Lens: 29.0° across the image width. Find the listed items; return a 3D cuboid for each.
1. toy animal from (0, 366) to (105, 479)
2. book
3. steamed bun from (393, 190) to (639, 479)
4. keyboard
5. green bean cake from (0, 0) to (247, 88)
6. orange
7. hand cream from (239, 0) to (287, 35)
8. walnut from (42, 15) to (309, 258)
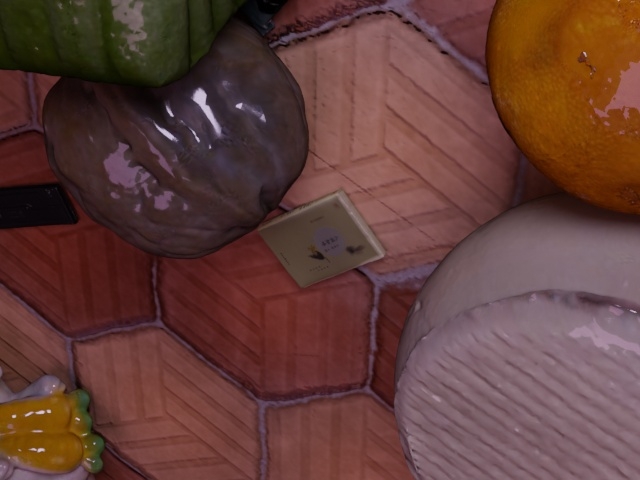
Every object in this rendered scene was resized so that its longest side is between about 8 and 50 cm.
[{"bbox_3d":[-0.390,0.272,1.503,0.310,0.183,0.247,46,138,-16],"label":"toy animal"},{"bbox_3d":[0.000,0.000,1.177,0.111,0.014,0.077,-22,112,39],"label":"book"},{"bbox_3d":[0.249,0.114,0.969,0.374,0.241,0.374,17,136,18],"label":"steamed bun"},{"bbox_3d":[-0.330,-0.035,1.338,0.155,0.010,0.053,-2,124,31],"label":"keyboard"},{"bbox_3d":[-0.172,-0.223,0.936,0.248,0.222,0.125,12,132,16],"label":"green bean cake"},{"bbox_3d":[0.224,-0.129,0.802,0.240,0.240,0.240,15,130,19],"label":"orange"},{"bbox_3d":[0.001,-0.250,0.969,0.248,0.052,0.075,-32,80,48],"label":"hand cream"},{"bbox_3d":[-0.120,-0.096,1.050,0.224,0.224,0.224,15,130,19],"label":"walnut"}]
